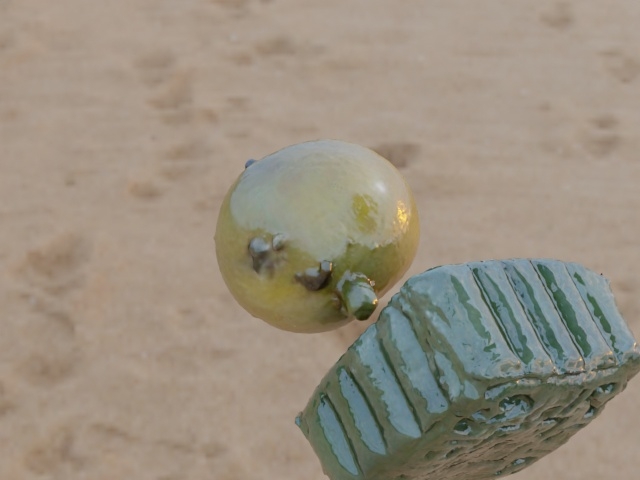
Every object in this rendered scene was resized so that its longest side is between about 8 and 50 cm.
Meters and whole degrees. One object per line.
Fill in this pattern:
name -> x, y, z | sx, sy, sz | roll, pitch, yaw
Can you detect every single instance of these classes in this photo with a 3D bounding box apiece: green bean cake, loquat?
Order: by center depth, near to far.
green bean cake -> 0.117, 0.116, 1.320 | 0.222, 0.227, 0.125 | -5, 61, -41
loquat -> 0.000, 0.000, 1.370 | 0.172, 0.149, 0.204 | -21, 36, -5
